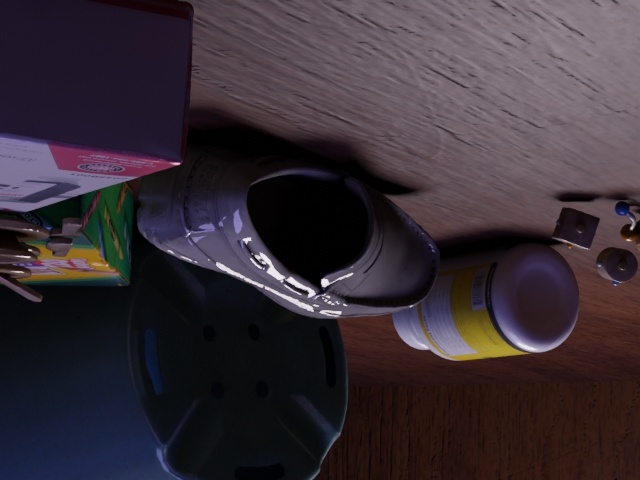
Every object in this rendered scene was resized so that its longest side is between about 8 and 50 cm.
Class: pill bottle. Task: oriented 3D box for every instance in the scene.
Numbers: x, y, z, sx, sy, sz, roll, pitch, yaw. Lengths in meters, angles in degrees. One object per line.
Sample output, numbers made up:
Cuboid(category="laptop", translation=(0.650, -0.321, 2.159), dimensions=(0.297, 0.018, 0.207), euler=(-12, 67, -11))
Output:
Cuboid(category="pill bottle", translation=(0.152, 0.061, 1.760), dimensions=(0.103, 0.103, 0.184), euler=(7, 170, -33))

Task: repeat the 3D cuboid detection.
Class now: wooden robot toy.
Cuboid(category="wooden robot toy", translation=(0.272, 0.006, 1.527), dimensions=(0.173, 0.076, 0.079), euler=(3, -178, -8))

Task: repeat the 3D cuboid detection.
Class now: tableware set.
Cuboid(category="tableware set", translation=(-0.218, 0.013, 1.171), dimensions=(0.128, 0.039, 0.194), euler=(3, 173, -10))

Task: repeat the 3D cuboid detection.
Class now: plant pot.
Cuboid(category="plant pot", translation=(-0.175, 0.139, 1.705), dimensions=(0.341, 0.341, 0.334), euler=(9, 160, -41))

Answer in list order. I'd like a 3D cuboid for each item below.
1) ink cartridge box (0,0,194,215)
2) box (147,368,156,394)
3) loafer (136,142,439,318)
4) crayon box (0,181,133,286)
Cuboid(category="ink cartridge box", translation=(-0.189, -0.076, 0.990), dimensions=(0.158, 0.092, 0.218), euler=(7, 171, -32))
Cuboid(category="box", translation=(-0.122, 0.138, 2.079), dimensions=(0.168, 0.167, 0.203), euler=(10, 168, -42))
Cuboid(category="loafer", translation=(0.000, 0.000, 1.377), dimensions=(0.111, 0.112, 0.319), euler=(5, 175, 38))
Cuboid(category="crayon box", translation=(-0.235, -0.024, 1.350), dimensions=(0.165, 0.081, 0.278), euler=(1, 171, 2))
